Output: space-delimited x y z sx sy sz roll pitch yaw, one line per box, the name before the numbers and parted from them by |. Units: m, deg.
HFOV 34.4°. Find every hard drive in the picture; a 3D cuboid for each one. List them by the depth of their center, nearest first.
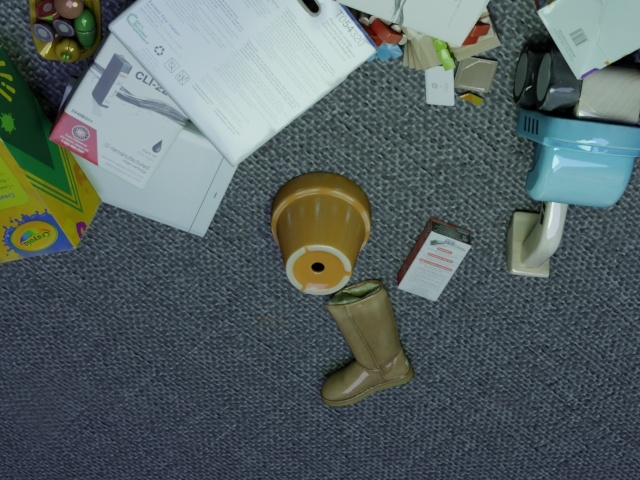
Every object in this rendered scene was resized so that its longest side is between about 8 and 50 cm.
hard drive | -0.354 -0.157 2.027 0.353 0.047 0.233 20 126 -13

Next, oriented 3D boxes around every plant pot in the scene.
plant pot | 0.000 0.000 2.048 0.205 0.188 0.205 1 128 1

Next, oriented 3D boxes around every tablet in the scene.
tablet | 0.221 -0.288 1.921 0.054 0.006 0.083 8 130 19

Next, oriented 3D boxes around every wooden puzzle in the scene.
wooden puzzle | 0.285 -0.307 1.910 0.079 0.014 0.116 12 128 -12

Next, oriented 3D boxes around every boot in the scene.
boot | 0.069 0.228 2.296 0.236 0.089 0.269 -22 125 5

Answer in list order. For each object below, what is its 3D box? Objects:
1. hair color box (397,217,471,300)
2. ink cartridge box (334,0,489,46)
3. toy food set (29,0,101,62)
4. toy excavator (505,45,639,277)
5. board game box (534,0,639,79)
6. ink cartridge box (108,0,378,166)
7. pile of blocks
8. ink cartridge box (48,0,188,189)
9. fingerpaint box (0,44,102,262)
hair color box | 0.236 0.041 2.159 0.093 0.053 0.167 20 128 -12
ink cartridge box | 0.129 -0.453 1.654 0.283 0.207 0.117 19 139 -7
toy food set | -0.457 -0.399 1.823 0.128 0.071 0.217 5 128 -2
toy excavator | 0.443 -0.119 1.897 0.222 0.433 0.445 8 100 -4
board game box | 0.424 -0.408 1.658 0.142 0.275 0.144 -28 122 21
ink cartridge box | -0.127 -0.345 1.747 0.330 0.071 0.324 -38 111 9
pile of blocks | 0.137 -0.351 1.806 0.362 0.112 0.149 2 125 3
ink cartridge box | -0.333 -0.262 1.863 0.197 0.114 0.273 29 109 -19
fingerpaint box | -0.706 -0.130 1.954 0.445 0.163 0.371 -11 127 22
